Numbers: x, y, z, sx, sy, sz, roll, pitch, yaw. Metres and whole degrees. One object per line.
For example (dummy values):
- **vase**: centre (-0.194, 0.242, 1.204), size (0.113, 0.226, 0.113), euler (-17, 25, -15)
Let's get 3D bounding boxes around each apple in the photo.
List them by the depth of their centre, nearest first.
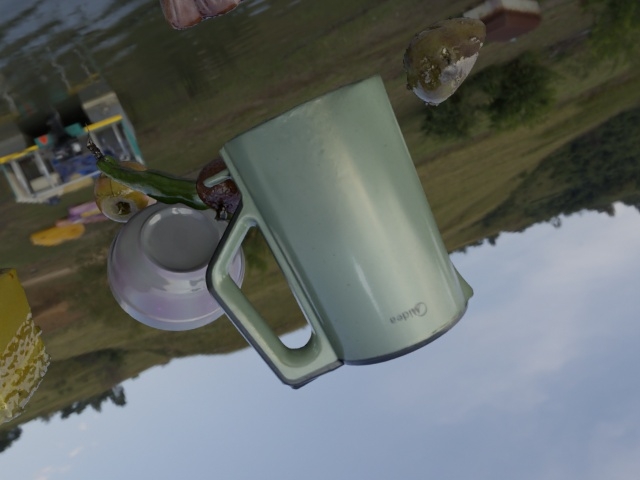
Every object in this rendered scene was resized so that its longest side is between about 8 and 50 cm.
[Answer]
- **apple**: centre (-0.441, -0.113, 1.439), size (0.147, 0.146, 0.146), euler (-23, -172, 3)

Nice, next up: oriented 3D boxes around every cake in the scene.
- **cake**: centre (-0.628, 0.158, 1.061), size (0.223, 0.286, 0.227), euler (-15, -157, 3)

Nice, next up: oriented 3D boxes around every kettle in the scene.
- **kettle**: centre (0.000, 0.000, 0.939), size (0.361, 0.376, 0.250), euler (-26, -172, -7)

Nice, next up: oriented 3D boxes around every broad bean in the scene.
- **broad bean**: centre (-0.333, -0.123, 1.244), size (0.056, 0.318, 0.098), euler (-59, 170, -36)

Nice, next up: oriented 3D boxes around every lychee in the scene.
- **lychee**: centre (-0.172, -0.090, 1.117), size (0.140, 0.101, 0.114), euler (-58, -172, -33)

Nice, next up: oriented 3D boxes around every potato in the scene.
- **potato**: centre (0.213, -0.318, 1.055), size (0.172, 0.101, 0.089), euler (-58, -156, 3)

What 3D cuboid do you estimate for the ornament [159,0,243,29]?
- **ornament**: centre (-0.169, -0.431, 0.814), size (0.221, 0.217, 0.235), euler (8, -121, 32)

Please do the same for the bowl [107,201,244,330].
- **bowl**: centre (-0.293, 0.029, 1.310), size (0.287, 0.287, 0.143), euler (-28, 162, -29)
